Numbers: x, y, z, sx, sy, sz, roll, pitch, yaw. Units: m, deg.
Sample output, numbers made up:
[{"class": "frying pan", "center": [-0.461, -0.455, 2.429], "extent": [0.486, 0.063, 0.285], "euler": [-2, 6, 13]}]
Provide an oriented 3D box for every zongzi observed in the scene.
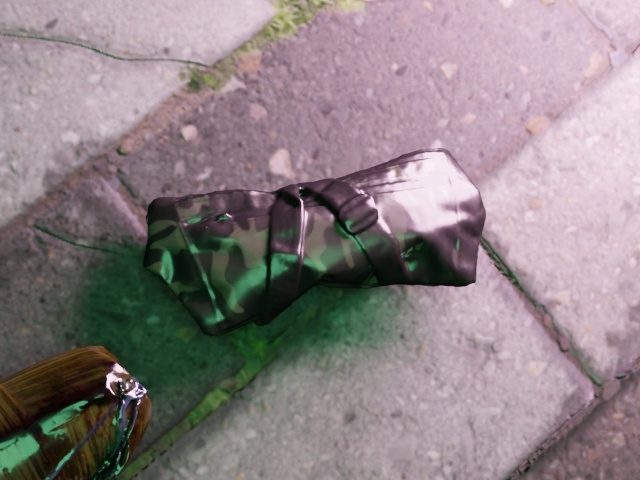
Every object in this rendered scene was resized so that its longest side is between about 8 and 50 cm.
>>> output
[{"class": "zongzi", "center": [-0.258, 0.272, 1.257], "extent": [0.286, 0.138, 0.300], "euler": [-23, 100, -21]}]

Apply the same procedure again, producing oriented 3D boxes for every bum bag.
[{"class": "bum bag", "center": [0.000, 0.000, 1.354], "extent": [0.341, 0.095, 0.144], "euler": [-10, 69, -13]}]
